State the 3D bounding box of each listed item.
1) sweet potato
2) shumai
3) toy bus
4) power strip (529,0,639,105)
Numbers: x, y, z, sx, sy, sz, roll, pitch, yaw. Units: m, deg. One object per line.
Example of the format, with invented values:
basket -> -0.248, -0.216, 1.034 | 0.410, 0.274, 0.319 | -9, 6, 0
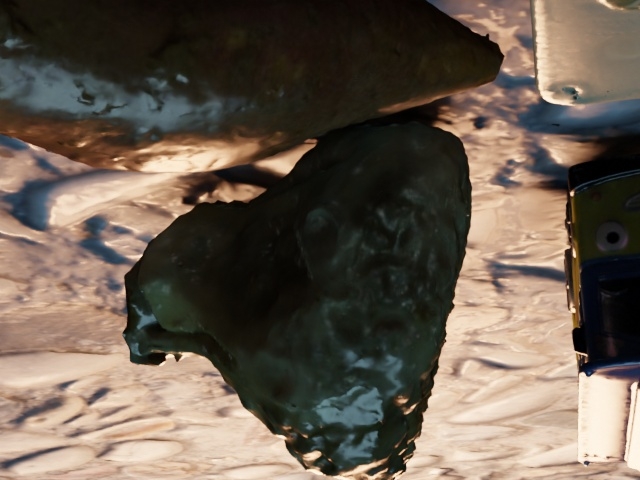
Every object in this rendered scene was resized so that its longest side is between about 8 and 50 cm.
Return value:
sweet potato -> -0.061, -0.092, 0.853 | 0.336, 0.131, 0.131 | 8, 158, -24
shumai -> -0.019, 0.029, 1.103 | 0.222, 0.225, 0.261 | 16, 143, 0
toy bus -> 0.247, 0.056, 1.225 | 0.138, 0.175, 0.288 | -5, 160, 7
power strip -> 0.137, -0.159, 0.780 | 0.091, 0.062, 0.385 | -6, 159, 7
